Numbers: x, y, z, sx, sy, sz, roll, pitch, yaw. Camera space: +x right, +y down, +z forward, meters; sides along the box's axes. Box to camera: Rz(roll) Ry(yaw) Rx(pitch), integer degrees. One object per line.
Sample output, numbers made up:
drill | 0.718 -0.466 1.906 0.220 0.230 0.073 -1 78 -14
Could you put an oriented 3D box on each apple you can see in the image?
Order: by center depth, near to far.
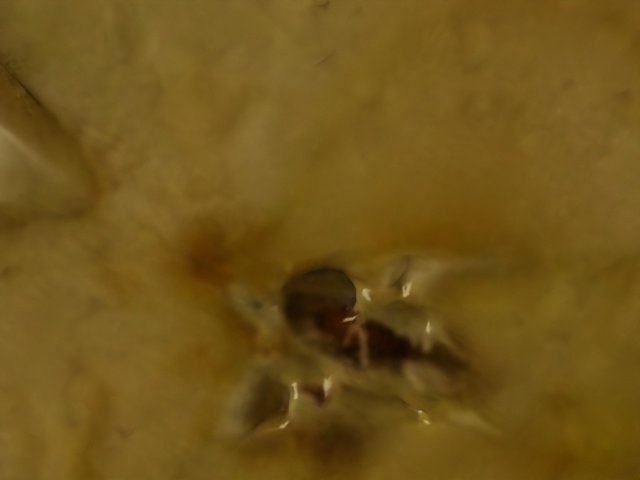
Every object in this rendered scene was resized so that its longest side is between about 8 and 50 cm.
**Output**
apple | 0.000 0.000 0.455 0.293 0.251 0.163 -61 11 15
